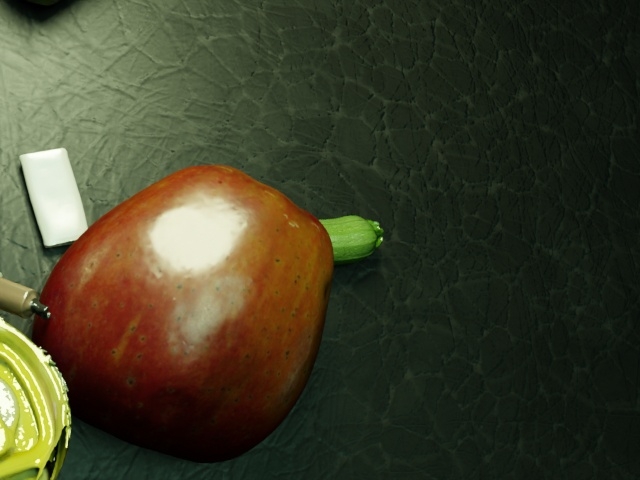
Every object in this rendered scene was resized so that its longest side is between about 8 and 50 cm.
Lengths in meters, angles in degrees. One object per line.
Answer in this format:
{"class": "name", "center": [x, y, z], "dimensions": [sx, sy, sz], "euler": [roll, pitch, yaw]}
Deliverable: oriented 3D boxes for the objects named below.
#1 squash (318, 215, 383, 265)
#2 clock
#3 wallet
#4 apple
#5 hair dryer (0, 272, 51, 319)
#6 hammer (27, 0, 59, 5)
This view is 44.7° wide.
{"class": "squash", "center": [0.000, 0.000, 1.154], "dimensions": [0.219, 0.068, 0.077], "euler": [-4, 74, -31]}
{"class": "clock", "center": [-0.394, 0.185, 0.749], "dimensions": [0.293, 0.071, 0.277], "euler": [-6, 55, -39]}
{"class": "wallet", "center": [-0.337, -0.054, 0.989], "dimensions": [0.061, 0.025, 0.122], "euler": [-14, 85, -35]}
{"class": "apple", "center": [-0.151, 0.090, 0.979], "dimensions": [0.365, 0.295, 0.329], "euler": [-59, 148, -17]}
{"class": "hair dryer", "center": [-0.378, 0.047, 0.874], "dimensions": [0.182, 0.064, 0.117], "euler": [19, 62, 11]}
{"class": "hammer", "center": [-0.408, -0.477, 1.017], "dimensions": [0.335, 0.119, 0.206], "euler": [45, 58, -6]}
